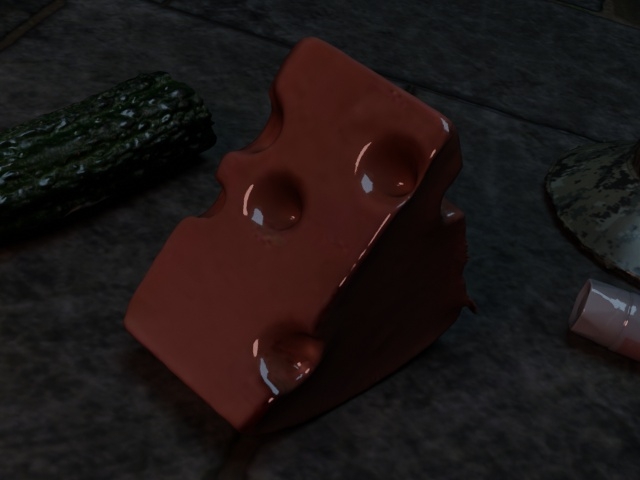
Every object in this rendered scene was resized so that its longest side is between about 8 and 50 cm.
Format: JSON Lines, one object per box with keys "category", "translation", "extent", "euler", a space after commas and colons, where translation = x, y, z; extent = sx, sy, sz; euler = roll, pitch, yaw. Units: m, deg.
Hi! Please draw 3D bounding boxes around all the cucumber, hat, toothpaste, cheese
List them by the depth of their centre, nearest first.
{"category": "cheese", "translation": [-0.013, 0.023, 0.667], "extent": [0.128, 0.203, 0.177], "euler": [37, 68, 27]}
{"category": "cucumber", "translation": [-0.173, -0.052, 0.783], "extent": [0.077, 0.077, 0.265], "euler": [30, 39, 21]}
{"category": "toothpaste", "translation": [0.267, 0.081, 0.785], "extent": [0.194, 0.043, 0.067], "euler": [22, 31, 1]}
{"category": "hat", "translation": [0.326, -0.060, 0.935], "extent": [0.265, 0.128, 0.265], "euler": [13, 34, -9]}
